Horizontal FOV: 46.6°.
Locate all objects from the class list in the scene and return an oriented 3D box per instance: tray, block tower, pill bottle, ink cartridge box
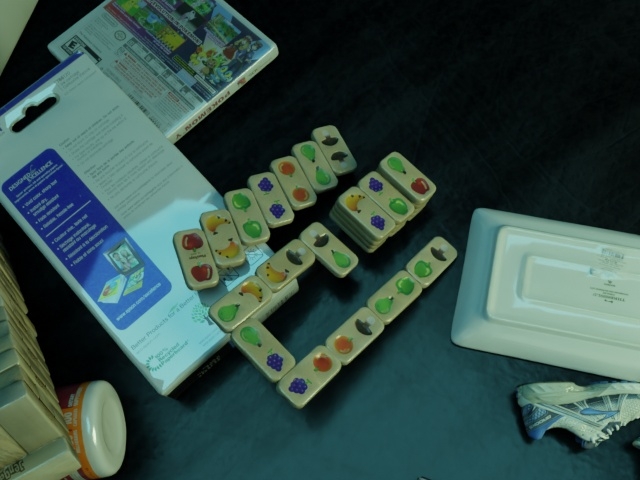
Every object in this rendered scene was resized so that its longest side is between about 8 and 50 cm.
[{"bbox_3d":[0.267,0.052,0.690,0.270,0.030,0.145,10,69,10],"label":"tray"},{"bbox_3d":[-0.311,0.070,0.649,0.091,0.097,0.335,-28,50,-14],"label":"block tower"},{"bbox_3d":[-0.259,0.179,0.662,0.152,0.086,0.086,-11,68,1],"label":"pill bottle"},{"bbox_3d":[-0.190,-0.022,0.731,0.165,0.065,0.332,-41,78,-10],"label":"ink cartridge box"}]

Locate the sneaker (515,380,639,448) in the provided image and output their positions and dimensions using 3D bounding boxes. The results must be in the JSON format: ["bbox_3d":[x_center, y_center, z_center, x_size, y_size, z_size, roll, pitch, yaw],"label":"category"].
[{"bbox_3d":[0.241,0.152,0.648,0.135,0.052,0.058,-4,78,12],"label":"sneaker"}]

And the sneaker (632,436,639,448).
[{"bbox_3d":[0.300,0.232,0.604,0.075,0.057,0.161,-6,64,6],"label":"sneaker"}]

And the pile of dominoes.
[{"bbox_3d":[0.000,0.000,0.683,0.196,0.040,0.251,44,58,11],"label":"pile of dominoes"}]

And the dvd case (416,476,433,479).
[{"bbox_3d":[0.161,0.321,0.594,0.239,0.029,0.179,19,72,13],"label":"dvd case"}]

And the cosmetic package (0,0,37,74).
[{"bbox_3d":[-0.491,-0.185,0.795,0.217,0.156,0.385,16,70,11],"label":"cosmetic package"}]

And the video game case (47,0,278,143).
[{"bbox_3d":[-0.181,-0.216,0.845,0.183,0.023,0.201,-43,70,-11],"label":"video game case"}]
